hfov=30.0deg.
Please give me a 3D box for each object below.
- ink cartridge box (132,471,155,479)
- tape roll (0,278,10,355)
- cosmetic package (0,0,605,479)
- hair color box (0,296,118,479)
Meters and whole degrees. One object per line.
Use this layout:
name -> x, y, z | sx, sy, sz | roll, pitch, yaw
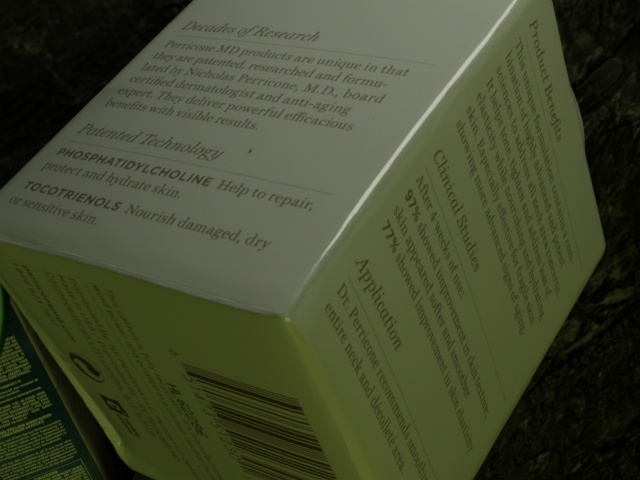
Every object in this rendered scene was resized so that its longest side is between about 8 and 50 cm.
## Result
ink cartridge box -> -0.161, 0.369, 1.296 | 0.131, 0.226, 0.306 | 14, 112, 0
tape roll -> -0.419, 0.053, 0.968 | 0.321, 0.077, 0.321 | -1, 93, -11
cosmetic package -> 0.000, 0.000, 1.024 | 0.393, 0.327, 0.329 | -52, 137, -31
hair color box -> -0.310, 0.126, 1.199 | 0.105, 0.174, 0.347 | -20, 128, -5
